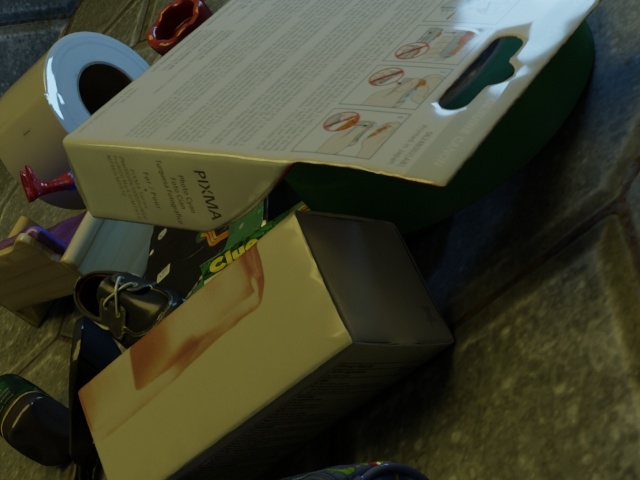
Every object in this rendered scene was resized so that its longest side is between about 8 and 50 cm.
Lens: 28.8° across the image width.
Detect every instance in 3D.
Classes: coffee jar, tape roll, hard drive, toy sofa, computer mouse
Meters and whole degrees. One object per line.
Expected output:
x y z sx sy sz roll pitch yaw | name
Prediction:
-0.375 0.231 1.613 0.079 0.096 0.184 -57 23 -12 | coffee jar
-0.384 -0.193 2.028 0.169 0.246 0.246 -31 32 39 | tape roll
-0.117 0.022 1.470 0.237 0.064 0.339 -42 25 23 | hard drive
-0.397 0.009 1.860 0.362 0.177 0.150 -16 43 55 | toy sofa
0.103 -0.144 1.203 0.321 0.077 0.321 -29 31 19 | tape roll
-0.248 0.172 1.414 0.184 0.060 0.262 -94 11 -55 | computer mouse

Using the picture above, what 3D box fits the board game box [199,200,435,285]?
0.000 0.000 1.237 0.260 0.030 0.136 -32 35 8 | board game box

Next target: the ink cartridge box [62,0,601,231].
0.016 -0.119 1.081 0.385 0.091 0.308 9 41 34 | ink cartridge box

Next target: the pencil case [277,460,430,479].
-0.036 0.234 0.949 0.306 0.133 0.119 -18 24 51 | pencil case

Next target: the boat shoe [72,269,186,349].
-0.218 0.077 1.407 0.084 0.079 0.233 -57 26 -12 | boat shoe

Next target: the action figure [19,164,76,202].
-0.308 -0.158 1.843 0.280 0.139 0.091 -16 2 -22 | action figure

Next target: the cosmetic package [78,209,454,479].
-0.054 0.110 1.082 0.296 0.153 0.129 -38 64 28 | cosmetic package

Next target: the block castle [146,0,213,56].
0.019 -0.356 1.466 0.453 0.213 0.303 -53 37 -8 | block castle
